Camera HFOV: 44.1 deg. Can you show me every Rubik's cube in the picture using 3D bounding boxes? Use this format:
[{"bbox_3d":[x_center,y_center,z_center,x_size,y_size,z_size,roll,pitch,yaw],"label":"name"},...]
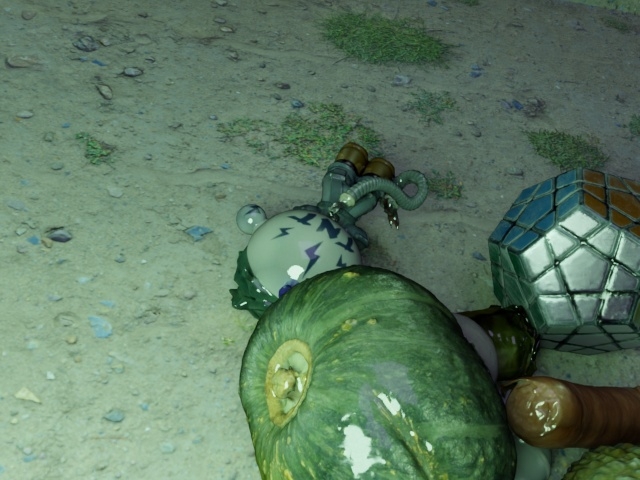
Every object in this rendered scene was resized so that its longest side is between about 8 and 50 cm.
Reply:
[{"bbox_3d":[0.435,0.039,1.304,0.264,0.319,0.319,44,38,-16],"label":"Rubik's cube"}]

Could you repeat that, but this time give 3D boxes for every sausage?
[{"bbox_3d":[0.369,0.238,1.077,0.419,0.094,0.094,16,75,-48],"label":"sausage"}]

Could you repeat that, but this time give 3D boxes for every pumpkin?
[{"bbox_3d":[0.052,0.200,0.852,0.257,0.291,0.328,17,45,-30],"label":"pumpkin"}]

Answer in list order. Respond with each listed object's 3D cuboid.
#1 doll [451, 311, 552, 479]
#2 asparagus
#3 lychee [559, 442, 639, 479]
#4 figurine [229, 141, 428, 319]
[{"bbox_3d":[0.213,0.228,1.061,0.287,0.151,0.151,52,40,-13],"label":"doll"},{"bbox_3d":[0.162,0.170,1.183,0.381,0.108,0.128,-5,51,-24],"label":"asparagus"},{"bbox_3d":[0.408,0.358,0.946,0.255,0.274,0.255,28,47,-34],"label":"lychee"},{"bbox_3d":[-0.004,0.000,1.261,0.261,0.186,0.382,21,44,11],"label":"figurine"}]
